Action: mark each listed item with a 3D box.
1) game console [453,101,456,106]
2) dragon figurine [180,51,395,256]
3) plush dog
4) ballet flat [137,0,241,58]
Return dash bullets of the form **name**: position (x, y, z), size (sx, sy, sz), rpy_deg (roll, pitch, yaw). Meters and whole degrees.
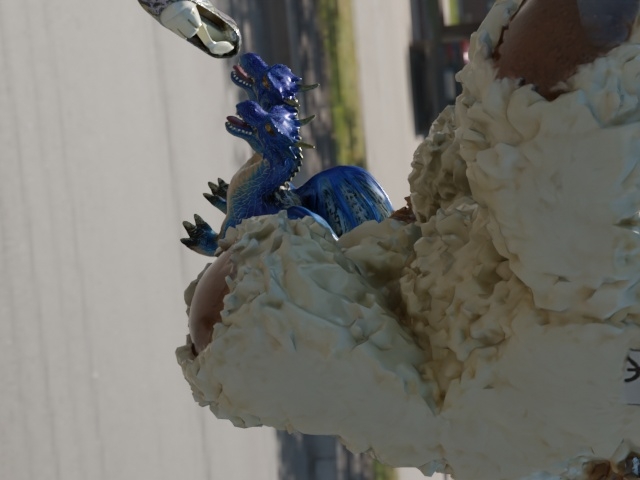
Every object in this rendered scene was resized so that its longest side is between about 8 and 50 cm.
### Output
- **game console**: position (0.237, -0.188, 1.898), size (0.071, 0.122, 0.107), rpy_deg (8, 51, -53)
- **dragon figurine**: position (0.000, 0.000, 1.020), size (0.289, 0.144, 0.085), rpy_deg (51, 44, -21)
- **plush dog**: position (0.102, -0.003, 0.586), size (0.210, 0.262, 0.225), rpy_deg (42, 35, -11)
- **ballet flat**: position (-0.098, -0.172, 1.099), size (0.114, 0.041, 0.041), rpy_deg (25, 59, -53)
